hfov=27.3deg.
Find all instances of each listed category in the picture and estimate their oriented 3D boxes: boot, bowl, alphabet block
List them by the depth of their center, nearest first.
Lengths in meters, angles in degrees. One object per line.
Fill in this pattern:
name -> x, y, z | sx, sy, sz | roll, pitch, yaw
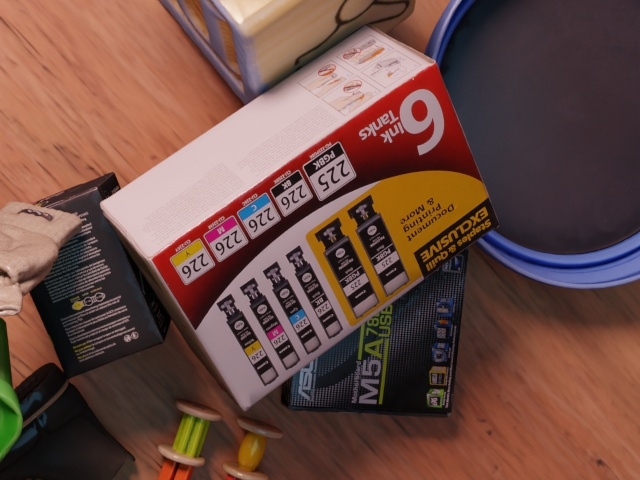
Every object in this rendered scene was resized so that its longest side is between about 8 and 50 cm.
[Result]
alphabet block -> -0.040, -0.268, 1.245 | 0.197, 0.192, 0.193 | -36, 75, -10
boot -> -0.293, 0.238, 1.314 | 0.198, 0.077, 0.137 | -43, 109, -7
bowl -> 0.286, -0.145, 1.433 | 0.391, 0.077, 0.391 | -1, 96, -15

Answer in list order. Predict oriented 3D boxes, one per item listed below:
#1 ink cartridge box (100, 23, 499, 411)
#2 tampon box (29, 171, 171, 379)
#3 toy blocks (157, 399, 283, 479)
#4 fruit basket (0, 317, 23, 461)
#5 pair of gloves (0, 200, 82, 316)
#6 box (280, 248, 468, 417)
ink cartridge box -> 0.000, 0.000, 1.248 | 0.309, 0.130, 0.272 | -36, 127, -10
tampon box -> -0.223, 0.031, 1.278 | 0.101, 0.120, 0.161 | -21, 99, 2
toy blocks -> -0.117, 0.252, 1.370 | 0.123, 0.054, 0.148 | 18, 90, -17
fruit basket -> -0.417, 0.226, 1.082 | 0.283, 0.392, 0.392 | 33, 86, -16
pair of gloves -> -0.339, 0.000, 1.111 | 0.240, 0.204, 0.042 | 11, 107, -1
box -> 0.058, 0.090, 1.408 | 0.184, 0.045, 0.191 | 6, 92, -18
